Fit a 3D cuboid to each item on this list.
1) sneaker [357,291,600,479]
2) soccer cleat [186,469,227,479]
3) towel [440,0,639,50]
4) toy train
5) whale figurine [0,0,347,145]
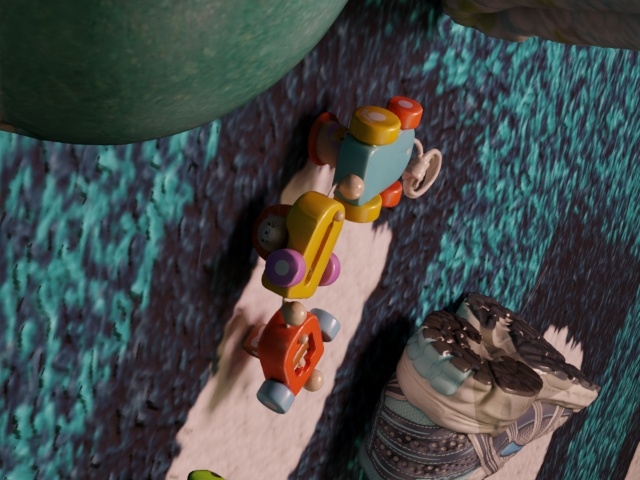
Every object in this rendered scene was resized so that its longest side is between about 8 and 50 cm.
[{"bbox_3d":[0.097,0.112,1.292,0.122,0.110,0.283,-54,160,13],"label":"sneaker"},{"bbox_3d":[-0.088,0.188,0.925,0.179,0.072,0.060,-49,164,11],"label":"soccer cleat"},{"bbox_3d":[0.208,-0.246,0.912,0.320,0.090,0.374,-64,-156,-3],"label":"towel"},{"bbox_3d":[0.000,0.000,0.978,0.166,0.046,0.125,-58,159,-17],"label":"toy train"},{"bbox_3d":[-0.041,-0.159,0.546,0.216,0.141,0.272,104,-1,-84],"label":"whale figurine"}]
